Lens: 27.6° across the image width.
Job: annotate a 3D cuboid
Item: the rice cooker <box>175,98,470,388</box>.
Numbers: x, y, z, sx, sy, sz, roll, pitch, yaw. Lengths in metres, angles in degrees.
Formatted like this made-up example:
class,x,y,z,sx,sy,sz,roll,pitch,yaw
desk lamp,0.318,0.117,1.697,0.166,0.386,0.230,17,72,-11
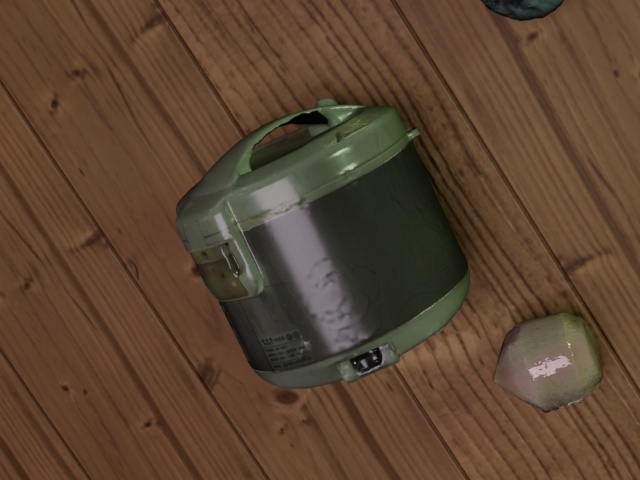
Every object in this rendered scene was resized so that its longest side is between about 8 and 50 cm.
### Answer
class,x,y,z,sx,sy,sz,roll,pitch,yaw
rice cooker,-0.002,-0.002,1.438,0.288,0.288,0.277,-21,103,25

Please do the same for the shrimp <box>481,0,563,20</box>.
class,x,y,z,sx,sy,sz,roll,pitch,yaw
shrimp,0.131,-0.378,1.308,0.137,0.172,0.372,-33,103,32

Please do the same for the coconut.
class,x,y,z,sx,sy,sz,roll,pitch,yaw
coconut,0.257,0.143,1.495,0.124,0.110,0.110,-21,101,18
